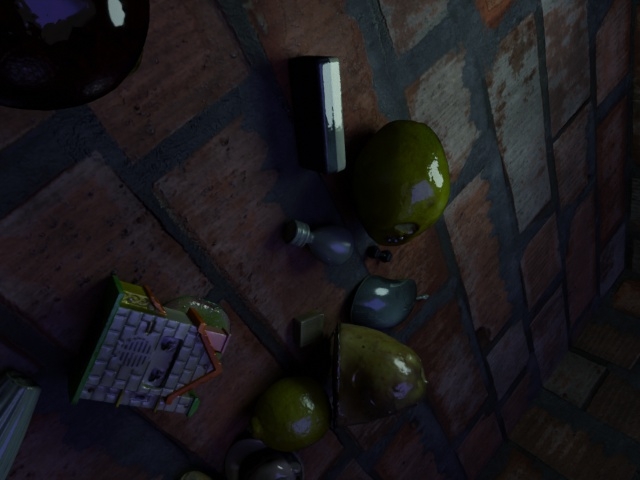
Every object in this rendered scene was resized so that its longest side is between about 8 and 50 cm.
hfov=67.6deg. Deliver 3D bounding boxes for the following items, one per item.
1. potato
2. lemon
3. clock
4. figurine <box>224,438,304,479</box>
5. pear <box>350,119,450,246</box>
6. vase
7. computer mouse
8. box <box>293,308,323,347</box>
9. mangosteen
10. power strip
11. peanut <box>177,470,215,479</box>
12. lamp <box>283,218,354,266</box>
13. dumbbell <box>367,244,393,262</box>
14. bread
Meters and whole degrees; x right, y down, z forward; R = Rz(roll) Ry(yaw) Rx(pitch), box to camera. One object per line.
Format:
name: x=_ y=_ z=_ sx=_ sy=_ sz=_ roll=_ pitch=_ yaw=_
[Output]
potato: x=0.153 y=0.360 z=1.269 sx=0.237 sy=0.289 sz=0.301 roll=2 pitch=105 yaw=-1
lemon: x=-0.073 y=0.447 z=1.234 sx=0.248 sy=0.184 sz=0.184 roll=-9 pitch=113 yaw=-43
clock: x=-0.323 y=0.218 z=0.942 sx=0.255 sy=0.106 sz=0.220 roll=24 pitch=92 yaw=-33
figurine: x=-0.110 y=0.642 z=1.188 sx=0.185 sy=0.332 sz=0.204 roll=-37 pitch=124 yaw=-3
pear: x=0.200 y=-0.143 z=1.188 sx=0.269 sy=0.269 sz=0.321 roll=23 pitch=73 yaw=-44
vase: x=-0.571 y=0.345 z=0.805 sx=0.128 sy=0.128 sz=0.248 roll=41 pitch=71 yaw=-43
computer mouse: x=0.236 y=0.192 z=1.467 sx=0.379 sy=0.090 sz=0.167 roll=-1 pitch=109 yaw=-43
box: x=-0.030 y=0.235 z=1.285 sx=0.083 sy=0.035 sz=0.079 roll=-14 pitch=116 yaw=-38
mangosteen: x=-0.370 y=-0.296 z=0.605 sx=0.297 sy=0.297 sz=0.293 roll=-17 pitch=156 yaw=-35
power strip: x=-0.003 y=-0.269 z=1.051 sx=0.070 sy=0.105 sz=0.256 roll=-23 pitch=122 yaw=-33
peanut: x=-0.284 y=0.644 z=1.201 sx=0.099 sy=0.099 sz=0.214 roll=-52 pitch=139 yaw=-12
lamp: x=0.000 y=0.000 z=1.176 sx=0.193 sy=0.106 sz=0.106 roll=19 pitch=94 yaw=-34
dumbbell: x=0.172 y=0.040 z=1.379 sx=0.083 sy=0.040 sz=0.036 roll=18 pitch=64 yaw=-44
bread: x=-0.297 y=0.228 z=1.051 sx=0.228 sy=0.033 sz=0.228 roll=-16 pitch=116 yaw=-34
